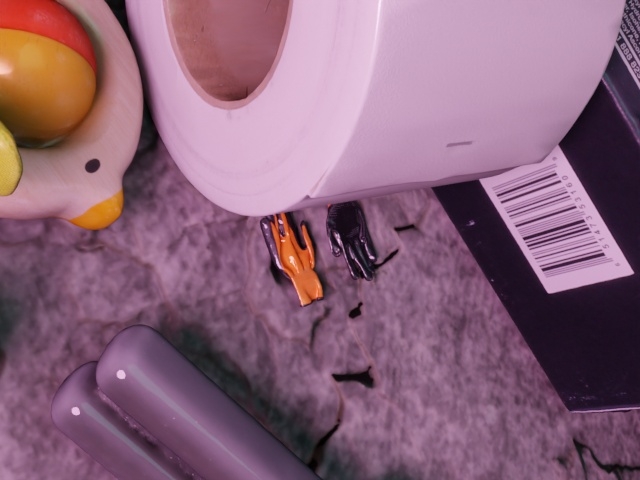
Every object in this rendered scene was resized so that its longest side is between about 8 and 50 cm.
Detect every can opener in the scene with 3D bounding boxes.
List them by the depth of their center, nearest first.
[{"bbox_3d":[-0.018,0.148,0.486,0.283,0.076,0.095,45,25,-14],"label":"can opener"}]

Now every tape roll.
[{"bbox_3d":[0.017,-0.144,0.471,0.169,0.246,0.246,-10,82,-35],"label":"tape roll"}]

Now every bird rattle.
[{"bbox_3d":[-0.186,-0.100,0.428,0.207,0.143,0.253,22,47,-44],"label":"bird rattle"}]

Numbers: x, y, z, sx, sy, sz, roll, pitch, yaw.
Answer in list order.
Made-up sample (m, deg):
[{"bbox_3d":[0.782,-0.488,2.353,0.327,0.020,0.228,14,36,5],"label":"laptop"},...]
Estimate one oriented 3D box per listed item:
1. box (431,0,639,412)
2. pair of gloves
[{"bbox_3d":[0.248,-0.077,0.641,0.294,0.183,0.296,-37,99,-35],"label":"box"},{"bbox_3d":[0.000,0.000,0.562,0.083,0.010,0.074,-19,86,-38],"label":"pair of gloves"}]
